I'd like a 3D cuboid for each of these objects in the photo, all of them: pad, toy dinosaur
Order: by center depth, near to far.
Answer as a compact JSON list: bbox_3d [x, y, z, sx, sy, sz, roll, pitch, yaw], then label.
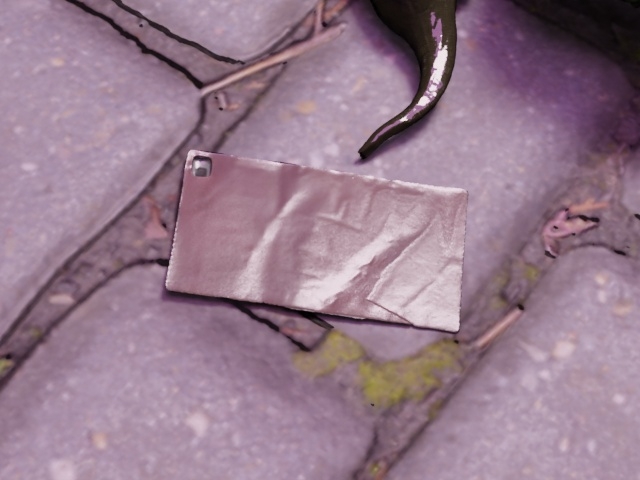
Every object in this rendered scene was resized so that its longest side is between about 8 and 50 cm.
[{"bbox_3d":[0.000,0.000,1.177,0.188,0.006,0.113,8,55,-2],"label":"pad"},{"bbox_3d":[0.032,-0.159,1.281,0.187,0.087,0.179,31,95,32],"label":"toy dinosaur"}]

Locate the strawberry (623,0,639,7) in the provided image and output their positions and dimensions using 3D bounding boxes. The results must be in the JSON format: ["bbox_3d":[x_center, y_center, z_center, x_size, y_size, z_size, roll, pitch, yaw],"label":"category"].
[{"bbox_3d":[0.271,-0.283,1.243,0.238,0.250,0.288,20,82,13],"label":"strawberry"}]
